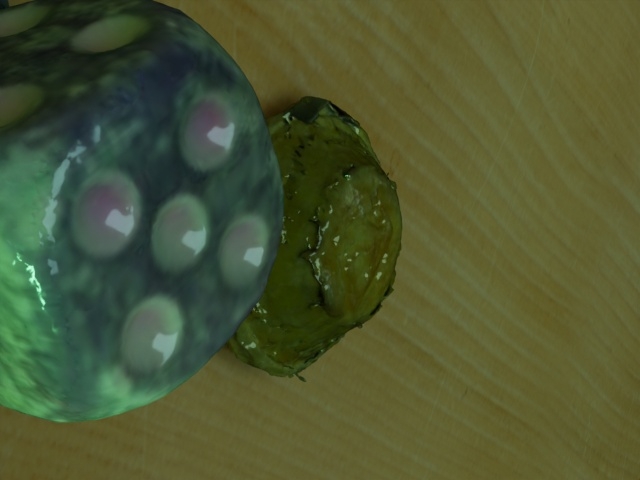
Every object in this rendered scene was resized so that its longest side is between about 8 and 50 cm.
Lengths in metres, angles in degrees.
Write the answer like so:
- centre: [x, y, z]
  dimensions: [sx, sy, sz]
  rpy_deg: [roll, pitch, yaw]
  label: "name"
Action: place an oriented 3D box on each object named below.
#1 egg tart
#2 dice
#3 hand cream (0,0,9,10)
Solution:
- centre: [0.001, -0.001, 1.385]
  dimensions: [0.341, 0.132, 0.341]
  rpy_deg: [-10, 103, -51]
  label: "egg tart"
- centre: [-0.212, -0.034, 0.991]
  dimensions: [0.271, 0.270, 0.270]
  rpy_deg: [-44, 134, -37]
  label: "dice"
- centre: [-0.321, -0.301, 0.988]
  dimensions: [0.124, 0.077, 0.341]
  rpy_deg: [-28, 122, -46]
  label: "hand cream"
